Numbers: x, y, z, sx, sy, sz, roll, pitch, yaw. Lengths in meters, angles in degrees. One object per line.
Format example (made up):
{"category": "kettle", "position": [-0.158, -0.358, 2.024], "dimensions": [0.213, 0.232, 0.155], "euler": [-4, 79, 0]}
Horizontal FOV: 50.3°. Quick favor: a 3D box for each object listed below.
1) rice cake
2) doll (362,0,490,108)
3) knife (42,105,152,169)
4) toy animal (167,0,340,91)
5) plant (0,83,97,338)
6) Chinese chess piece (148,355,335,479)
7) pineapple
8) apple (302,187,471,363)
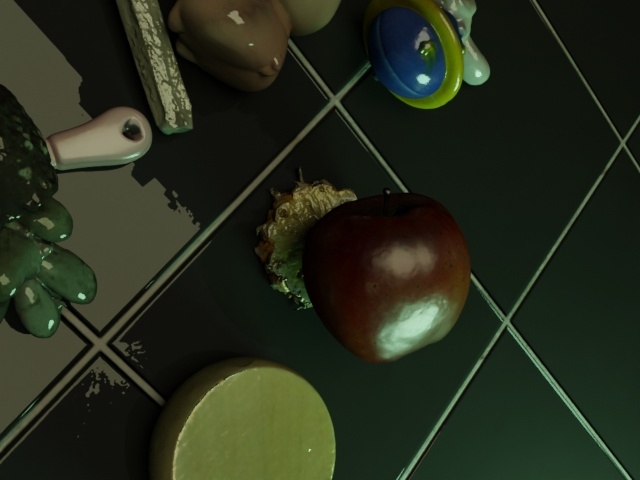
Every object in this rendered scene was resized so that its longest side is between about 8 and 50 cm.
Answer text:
{"category": "rice cake", "position": [-0.223, -0.261, 0.878], "dimensions": [0.052, 0.057, 0.256], "euler": [-18, 96, -13]}
{"category": "doll", "position": [0.156, -0.357, 1.051], "dimensions": [0.242, 0.159, 0.311], "euler": [-35, 101, -27]}
{"category": "knife", "position": [-0.361, -0.104, 0.792], "dimensions": [0.336, 0.043, 0.081], "euler": [-17, 95, -29]}
{"category": "toy animal", "position": [-0.081, -0.318, 0.881], "dimensions": [0.229, 0.210, 0.221], "euler": [-1, 77, 3]}
{"category": "plant", "position": [-0.332, -0.019, 0.719], "dimensions": [0.146, 0.149, 0.275], "euler": [-11, 123, -1]}
{"category": "Chinese chess piece", "position": [-0.100, 0.277, 0.887], "dimensions": [0.250, 0.097, 0.251], "euler": [3, 85, -32]}
{"category": "pineapple", "position": [0.000, 0.000, 0.996], "dimensions": [0.221, 0.047, 0.221], "euler": [2, 85, -30]}
{"category": "apple", "position": [0.090, 0.042, 0.902], "dimensions": [0.234, 0.234, 0.234], "euler": [3, 85, -31]}
